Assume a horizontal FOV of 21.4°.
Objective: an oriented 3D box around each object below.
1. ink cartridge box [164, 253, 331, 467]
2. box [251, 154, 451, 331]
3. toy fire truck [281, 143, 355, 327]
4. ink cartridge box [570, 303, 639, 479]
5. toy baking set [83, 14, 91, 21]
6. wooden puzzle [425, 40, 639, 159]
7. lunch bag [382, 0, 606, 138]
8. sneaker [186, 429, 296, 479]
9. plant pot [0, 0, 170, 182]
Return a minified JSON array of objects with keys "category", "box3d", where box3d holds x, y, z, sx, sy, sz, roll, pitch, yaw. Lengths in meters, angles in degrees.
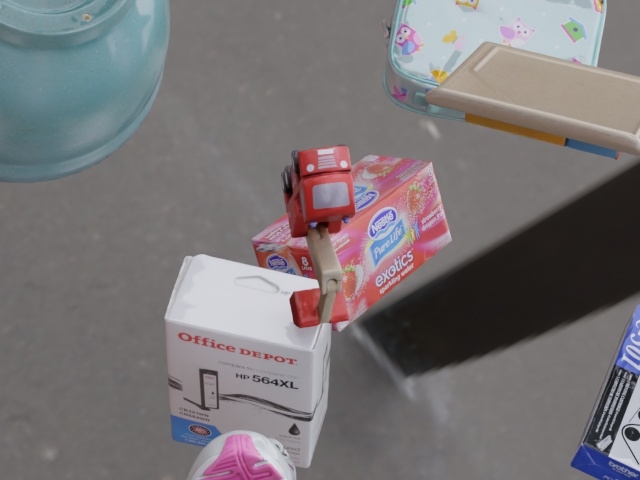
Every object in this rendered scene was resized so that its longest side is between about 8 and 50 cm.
[{"category":"ink cartridge box","box3d":[-0.069,0.120,1.640,0.148,0.203,0.086,11,51,8]},{"category":"box","box3d":[0.045,0.000,2.259,0.257,0.123,0.128,-36,121,-38]},{"category":"toy fire truck","box3d":[0.000,0.000,1.459,0.192,0.047,0.135,128,-46,-78]},{"category":"ink cartridge box","box3d":[0.340,0.168,1.765,0.097,0.046,0.207,25,50,6]},{"category":"toy baking set","box3d":[-0.268,-0.299,2.052,0.197,0.256,0.030,-39,129,-41]},{"category":"wooden puzzle","box3d":[0.239,-0.139,1.702,0.221,0.044,0.239,16,22,17]},{"category":"lunch bag","box3d":[0.216,-0.251,2.175,0.279,0.108,0.224,12,72,0]},{"category":"sneaker","box3d":[-0.072,0.221,1.514,0.252,0.103,0.111,93,-5,-59]},{"category":"plant pot","box3d":[-0.262,-0.221,1.512,0.293,0.196,0.293,6,69,-17]}]
